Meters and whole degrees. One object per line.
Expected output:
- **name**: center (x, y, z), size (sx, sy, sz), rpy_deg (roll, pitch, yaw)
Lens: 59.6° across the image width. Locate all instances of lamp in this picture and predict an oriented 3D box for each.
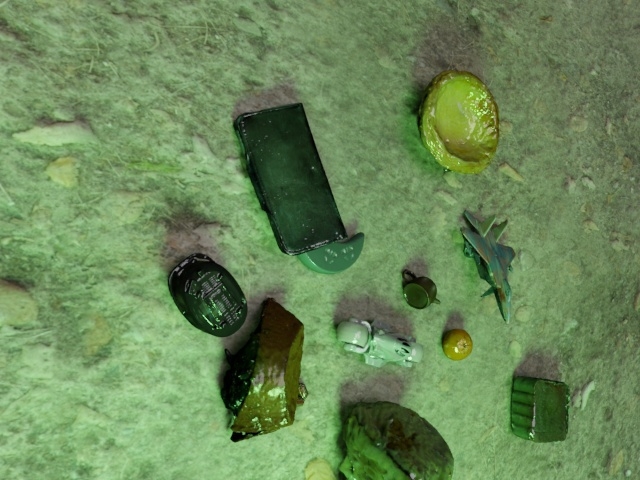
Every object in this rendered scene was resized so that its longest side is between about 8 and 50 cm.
- **lamp**: center (-0.061, 0.331, 1.181), size (0.083, 0.031, 0.063), rpy_deg (-30, 104, -37)

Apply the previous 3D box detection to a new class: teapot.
- **teapot**: center (0.250, 0.120, 1.395), size (0.121, 0.076, 0.068), rpy_deg (47, 46, 12)

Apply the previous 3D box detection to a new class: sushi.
- **sushi**: center (-0.115, 0.250, 1.092), size (0.149, 0.140, 0.288), rpy_deg (28, 64, -66)

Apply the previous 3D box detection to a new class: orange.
- **orange**: center (0.357, 0.271, 1.452), size (0.083, 0.070, 0.083), rpy_deg (3, 84, -30)

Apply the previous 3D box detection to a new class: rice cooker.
- **rice cooker**: center (-0.210, 0.106, 1.054), size (0.112, 0.106, 0.165), rpy_deg (-43, 120, -26)

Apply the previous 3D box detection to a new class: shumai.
- **shumai**: center (0.145, 0.494, 1.220), size (0.189, 0.256, 0.218), rpy_deg (4, 118, -47)

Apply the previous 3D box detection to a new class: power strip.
- **power strip**: center (0.000, 0.000, 1.246), size (0.215, 0.044, 0.137), rpy_deg (27, 72, -30)

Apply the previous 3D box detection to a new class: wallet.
- **wallet**: center (-0.063, -0.130, 1.181), size (0.172, 0.045, 0.318), rpy_deg (-18, 85, -28)

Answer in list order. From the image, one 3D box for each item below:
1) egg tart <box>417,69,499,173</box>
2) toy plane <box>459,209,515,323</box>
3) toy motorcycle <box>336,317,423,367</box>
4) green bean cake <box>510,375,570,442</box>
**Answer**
- **egg tart**: center (0.353, -0.305, 1.477), size (0.293, 0.123, 0.294), rpy_deg (1, 89, -34)
- **toy plane**: center (0.462, 0.074, 1.508), size (0.222, 0.104, 0.327), rpy_deg (20, 59, -31)
- **toy motorcycle**: center (0.149, 0.238, 1.287), size (0.254, 0.112, 0.113), rpy_deg (22, 73, -33)
- **green bean cake**: center (0.625, 0.481, 1.603), size (0.181, 0.094, 0.173), rpy_deg (12, 79, -34)
